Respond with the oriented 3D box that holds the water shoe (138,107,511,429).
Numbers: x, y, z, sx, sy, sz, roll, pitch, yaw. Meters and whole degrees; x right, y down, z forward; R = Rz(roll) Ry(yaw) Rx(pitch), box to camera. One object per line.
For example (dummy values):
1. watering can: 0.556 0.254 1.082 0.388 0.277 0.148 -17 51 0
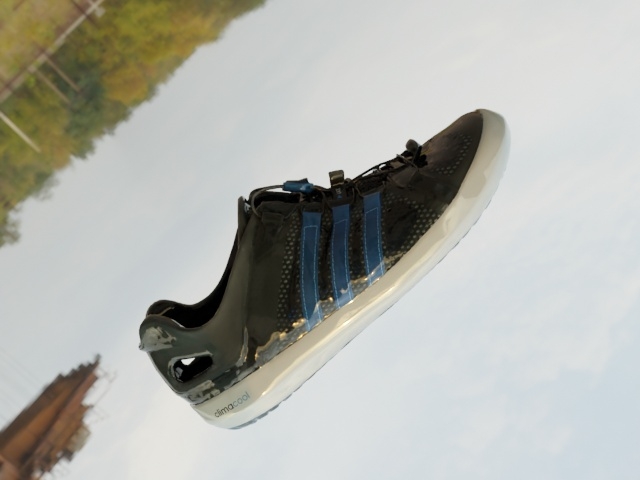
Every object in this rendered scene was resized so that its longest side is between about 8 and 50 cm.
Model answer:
1. water shoe: 0.000 0.000 0.444 0.203 0.080 0.073 -45 -169 2
